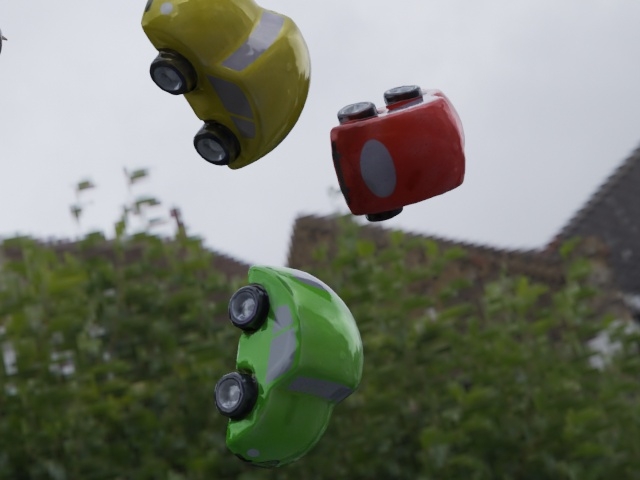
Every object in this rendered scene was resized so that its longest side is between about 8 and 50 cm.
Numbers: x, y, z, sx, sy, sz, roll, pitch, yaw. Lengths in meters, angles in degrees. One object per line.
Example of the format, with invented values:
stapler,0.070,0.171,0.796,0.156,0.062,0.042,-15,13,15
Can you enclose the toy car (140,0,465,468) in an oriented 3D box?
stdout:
toy car,0.000,0.000,0.809,0.053,0.225,0.239,-4,-17,40

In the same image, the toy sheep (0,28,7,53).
toy sheep,-0.359,-0.188,1.598,0.091,0.091,0.132,-42,-6,38
